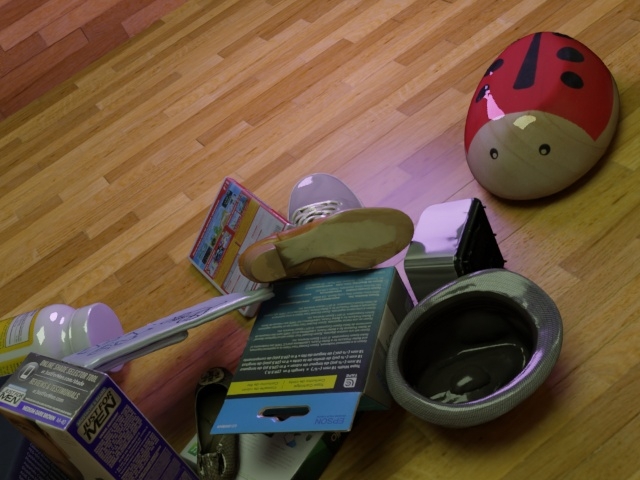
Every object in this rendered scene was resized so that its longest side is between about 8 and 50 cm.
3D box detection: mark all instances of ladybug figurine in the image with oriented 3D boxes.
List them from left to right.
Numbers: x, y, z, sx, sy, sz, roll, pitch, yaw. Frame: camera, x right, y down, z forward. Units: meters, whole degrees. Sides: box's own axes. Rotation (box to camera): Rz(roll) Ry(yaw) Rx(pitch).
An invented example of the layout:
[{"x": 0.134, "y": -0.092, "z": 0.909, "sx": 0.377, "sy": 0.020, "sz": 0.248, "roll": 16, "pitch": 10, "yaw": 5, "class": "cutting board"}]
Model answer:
[{"x": 0.426, "y": -0.271, "z": 1.753, "sx": 0.305, "sy": 0.162, "sz": 0.449, "roll": -7, "pitch": 42, "yaw": 26, "class": "ladybug figurine"}]

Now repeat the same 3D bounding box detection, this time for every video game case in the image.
[{"x": -0.169, "y": 0.007, "z": 1.826, "sx": 0.285, "sy": 0.025, "sz": 0.204, "roll": 37, "pitch": 104, "yaw": 50, "class": "video game case"}]

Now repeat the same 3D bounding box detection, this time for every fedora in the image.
[{"x": 0.237, "y": 0.186, "z": 1.353, "sx": 0.275, "sy": 0.124, "sz": 0.243, "roll": -39, "pitch": 48, "yaw": -14, "class": "fedora"}]

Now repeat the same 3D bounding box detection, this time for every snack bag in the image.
[{"x": -0.274, "y": 0.161, "z": 1.544, "sx": 0.342, "sy": 0.037, "sz": 0.323, "roll": -22, "pitch": 2, "yaw": -24, "class": "snack bag"}]

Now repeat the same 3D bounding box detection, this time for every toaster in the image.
[{"x": 0.231, "y": 0.048, "z": 1.501, "sx": 0.110, "sy": 0.168, "sz": 0.186, "roll": -5, "pitch": 41, "yaw": 31, "class": "toaster"}]

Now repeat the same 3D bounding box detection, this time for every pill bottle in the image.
[{"x": -0.565, "y": 0.235, "z": 1.757, "sx": 0.333, "sy": 0.188, "sz": 0.188, "roll": -16, "pitch": 39, "yaw": 14, "class": "pill bottle"}]

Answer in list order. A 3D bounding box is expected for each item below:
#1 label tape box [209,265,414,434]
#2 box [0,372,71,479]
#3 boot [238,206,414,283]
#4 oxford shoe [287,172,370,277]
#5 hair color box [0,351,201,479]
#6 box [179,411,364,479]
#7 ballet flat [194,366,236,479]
[{"x": -0.004, "y": 0.201, "z": 1.420, "sx": 0.240, "sy": 0.106, "sz": 0.334, "roll": -8, "pitch": 40, "yaw": 26, "class": "label tape box"}, {"x": -0.571, "y": 0.445, "z": 1.495, "sx": 0.293, "sy": 0.212, "sz": 0.395, "roll": -15, "pitch": 40, "yaw": 17, "class": "box"}, {"x": 0.000, "y": 0.001, "z": 1.534, "sx": 0.295, "sy": 0.104, "sz": 0.211, "roll": -16, "pitch": 8, "yaw": -6, "class": "boot"}, {"x": 0.011, "y": -0.017, "z": 1.747, "sx": 0.169, "sy": 0.130, "sz": 0.449, "roll": -23, "pitch": 36, "yaw": 10, "class": "oxford shoe"}, {"x": -0.330, "y": 0.327, "z": 1.376, "sx": 0.185, "sy": 0.339, "sz": 0.110, "roll": 7, "pitch": 49, "yaw": 37, "class": "hair color box"}, {"x": -0.054, "y": 0.286, "z": 1.490, "sx": 0.232, "sy": 0.058, "sz": 0.322, "roll": 14, "pitch": 55, "yaw": 42, "class": "box"}, {"x": -0.175, "y": 0.295, "z": 1.460, "sx": 0.084, "sy": 0.058, "sz": 0.250, "roll": -20, "pitch": 38, "yaw": 11, "class": "ballet flat"}]
